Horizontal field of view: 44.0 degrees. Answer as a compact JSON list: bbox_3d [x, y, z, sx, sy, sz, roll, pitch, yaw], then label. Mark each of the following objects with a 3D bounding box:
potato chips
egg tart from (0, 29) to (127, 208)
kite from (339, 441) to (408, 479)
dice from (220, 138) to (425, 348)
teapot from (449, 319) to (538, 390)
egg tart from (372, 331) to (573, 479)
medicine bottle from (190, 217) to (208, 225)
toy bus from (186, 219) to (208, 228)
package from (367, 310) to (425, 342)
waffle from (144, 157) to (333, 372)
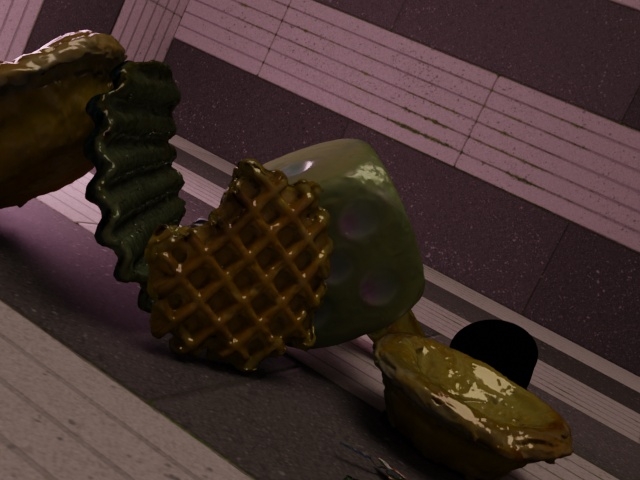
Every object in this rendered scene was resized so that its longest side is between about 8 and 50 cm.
[{"bbox_3d":[-0.247,-0.079,1.146,0.070,0.358,0.429,-7,12,4],"label":"potato chips"},{"bbox_3d":[-0.433,-0.158,1.155,0.169,0.388,0.388,60,8,-3],"label":"egg tart"},{"bbox_3d":[0.092,0.288,0.852,0.160,0.010,0.183,27,10,-13],"label":"kite"},{"bbox_3d":[0.000,0.000,1.218,0.254,0.249,0.252,-21,19,-2],"label":"dice"},{"bbox_3d":[0.323,0.243,1.466,0.159,0.159,0.232,20,22,-36],"label":"teapot"},{"bbox_3d":[0.194,0.240,1.097,0.315,0.120,0.315,24,9,-4],"label":"egg tart"},{"bbox_3d":[-0.227,-0.002,1.534,0.055,0.074,0.118,22,8,-18],"label":"medicine bottle"},{"bbox_3d":[-0.153,0.058,1.097,0.057,0.072,0.172,-74,143,-81],"label":"toy bus"},{"bbox_3d":[0.124,0.147,1.439,0.226,0.090,0.168,56,8,-5],"label":"package"},{"bbox_3d":[-0.099,0.034,1.012,0.291,0.291,0.051,20,-2,-32],"label":"waffle"}]
